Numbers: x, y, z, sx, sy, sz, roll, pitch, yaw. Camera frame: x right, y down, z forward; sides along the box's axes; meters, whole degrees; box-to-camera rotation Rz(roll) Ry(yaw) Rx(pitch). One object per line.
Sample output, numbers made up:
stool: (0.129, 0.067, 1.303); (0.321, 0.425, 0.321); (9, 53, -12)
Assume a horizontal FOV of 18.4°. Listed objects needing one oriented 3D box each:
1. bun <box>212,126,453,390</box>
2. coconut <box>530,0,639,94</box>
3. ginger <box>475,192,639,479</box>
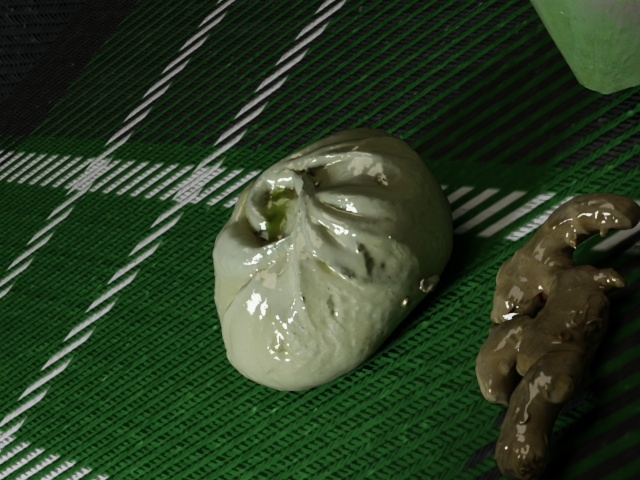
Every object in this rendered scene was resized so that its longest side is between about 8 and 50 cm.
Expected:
bun: (0.000, 0.000, 1.785); (0.259, 0.160, 0.259); (-38, 23, 20)
coconut: (0.273, -0.234, 1.663); (0.236, 0.204, 0.236); (-14, 69, 39)
ginger: (0.169, 0.083, 1.522); (0.149, 0.065, 0.259); (-34, 31, 51)
